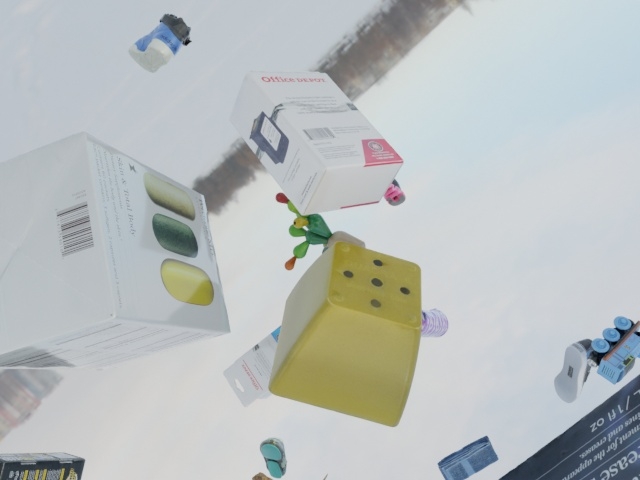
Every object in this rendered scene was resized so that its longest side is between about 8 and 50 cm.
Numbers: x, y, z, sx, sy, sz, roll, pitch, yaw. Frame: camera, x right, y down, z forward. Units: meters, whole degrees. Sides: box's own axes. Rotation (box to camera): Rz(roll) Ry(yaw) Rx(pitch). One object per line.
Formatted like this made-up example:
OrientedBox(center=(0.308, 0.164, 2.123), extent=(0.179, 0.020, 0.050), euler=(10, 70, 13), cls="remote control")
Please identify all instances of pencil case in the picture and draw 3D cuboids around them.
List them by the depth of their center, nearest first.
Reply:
OrientedBox(center=(0.290, 0.228, 1.942), extent=(0.086, 0.088, 0.206), euler=(-30, 158, 20), cls="pencil case")

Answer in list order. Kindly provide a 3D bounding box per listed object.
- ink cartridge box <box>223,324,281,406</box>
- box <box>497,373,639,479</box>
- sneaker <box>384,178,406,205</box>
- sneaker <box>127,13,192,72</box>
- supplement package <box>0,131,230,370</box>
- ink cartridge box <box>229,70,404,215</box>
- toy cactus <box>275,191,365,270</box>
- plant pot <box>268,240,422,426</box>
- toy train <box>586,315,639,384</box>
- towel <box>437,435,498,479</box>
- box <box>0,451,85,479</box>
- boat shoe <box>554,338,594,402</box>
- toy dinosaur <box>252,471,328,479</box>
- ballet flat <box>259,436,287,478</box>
OrientedBox(center=(-0.119, 0.288, 1.579), extent=(0.180, 0.104, 0.060), euler=(-38, 161, 5), cls="ink cartridge box")
OrientedBox(center=(0.339, 0.331, 0.589), extent=(0.293, 0.212, 0.395), euler=(-49, -167, 25), cls="box")
OrientedBox(center=(0.126, -0.123, 1.378), extent=(0.047, 0.119, 0.057), euler=(-26, -145, 24), cls="sneaker")
OrientedBox(center=(-0.262, -0.330, 1.149), extent=(0.084, 0.058, 0.152), euler=(-53, -153, -15), cls="sneaker")
OrientedBox(center=(-0.262, 0.032, 0.809), extent=(0.198, 0.199, 0.262), euler=(-18, 165, 14), cls="supplement package")
OrientedBox(center=(-0.011, -0.164, 1.113), extent=(0.172, 0.237, 0.100), euler=(-11, 143, -40), cls="ink cartridge box")
OrientedBox(center=(0.000, 0.000, 1.371), extent=(0.180, 0.219, 0.112), euler=(16, -130, 34), cls="toy cactus")
OrientedBox(center=(0.057, 0.128, 1.078), extent=(0.212, 0.212, 0.187), euler=(-80, -171, -50), cls="plant pot")
OrientedBox(center=(0.743, 0.268, 1.720), extent=(0.184, 0.105, 0.080), euler=(-34, 145, -26), cls="toy train")
OrientedBox(center=(0.301, 0.449, 1.403), extent=(0.119, 0.067, 0.029), euler=(-30, -156, 0), cls="towel")
OrientedBox(center=(-0.630, 0.610, 1.432), extent=(0.257, 0.079, 0.322), euler=(41, 57, -67), cls="box")
OrientedBox(center=(0.690, 0.347, 1.861), extent=(0.076, 0.228, 0.080), euler=(-25, -138, -21), cls="boat shoe")
OrientedBox(center=(-0.073, 0.618, 1.687), extent=(0.064, 0.211, 0.112), euler=(31, -82, 57), cls="toy dinosaur")
OrientedBox(center=(-0.120, 0.553, 1.817), extent=(0.070, 0.070, 0.188), euler=(-52, 155, -37), cls="ballet flat")
